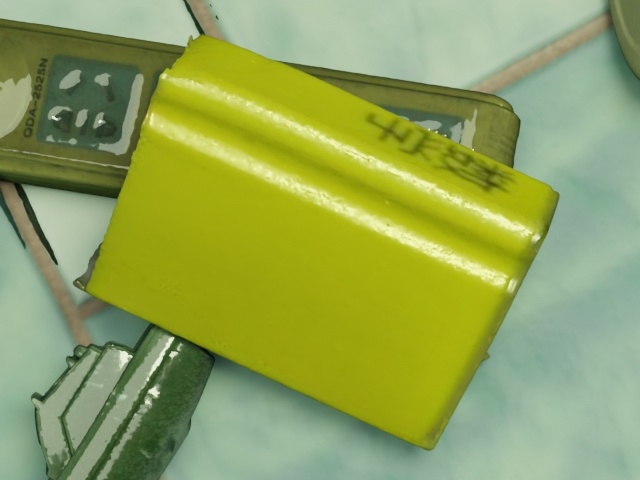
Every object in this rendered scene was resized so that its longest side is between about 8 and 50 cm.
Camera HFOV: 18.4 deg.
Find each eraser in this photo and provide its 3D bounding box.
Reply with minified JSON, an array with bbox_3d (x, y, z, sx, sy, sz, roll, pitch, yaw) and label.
[{"bbox_3d":[0.000,0.000,1.054,0.226,0.069,0.158,25,120,0],"label":"eraser"}]

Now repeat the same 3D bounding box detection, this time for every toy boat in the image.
[{"bbox_3d":[-0.154,0.154,1.101,0.085,0.078,0.260,33,87,-6],"label":"toy boat"}]

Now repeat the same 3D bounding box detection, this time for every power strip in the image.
[{"bbox_3d":[-0.083,-0.065,1.129,0.388,0.066,0.092,9,81,10],"label":"power strip"}]

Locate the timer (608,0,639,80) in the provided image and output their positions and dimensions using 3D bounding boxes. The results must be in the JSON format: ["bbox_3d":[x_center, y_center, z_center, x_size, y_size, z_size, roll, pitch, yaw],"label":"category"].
[{"bbox_3d":[0.302,-0.170,1.058,0.266,0.175,0.175,-2,82,-8],"label":"timer"}]
